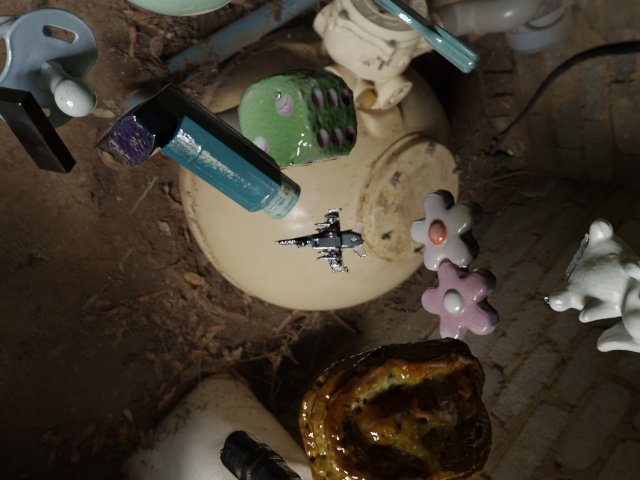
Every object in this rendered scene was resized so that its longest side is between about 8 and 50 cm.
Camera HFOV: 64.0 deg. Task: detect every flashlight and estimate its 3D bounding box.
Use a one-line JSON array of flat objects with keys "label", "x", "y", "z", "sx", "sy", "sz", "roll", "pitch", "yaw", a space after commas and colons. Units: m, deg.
[{"label": "flashlight", "x": -0.058, "y": 0.507, "z": 1.006, "sx": 0.103, "sy": 0.424, "sz": 0.103, "roll": -11, "pitch": 108, "yaw": -38}]

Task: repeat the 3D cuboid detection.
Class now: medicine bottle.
[{"label": "medicine bottle", "x": -0.144, "y": -0.109, "z": 0.694, "sx": 0.258, "sy": 0.079, "sz": 0.124, "roll": 33, "pitch": 43, "yaw": -28}]

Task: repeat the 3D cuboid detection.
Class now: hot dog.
[{"label": "hot dog", "x": 0.112, "y": 0.204, "z": 0.599, "sx": 0.259, "sy": 0.114, "sz": 0.175, "roll": -9, "pitch": 77, "yaw": -26}]

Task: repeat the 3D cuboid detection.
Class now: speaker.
[{"label": "speaker", "x": -0.642, "y": -0.242, "z": 1.157, "sx": 0.218, "sy": 0.082, "sz": 0.044, "roll": 87, "pitch": 18, "yaw": -56}]

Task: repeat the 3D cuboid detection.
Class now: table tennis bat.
[{"label": "table tennis bat", "x": 0.176, "y": -0.371, "z": 0.884, "sx": 0.038, "sy": 0.237, "sz": 0.149, "roll": -54, "pitch": 169, "yaw": 28}]

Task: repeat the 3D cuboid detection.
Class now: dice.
[{"label": "dice", "x": -0.075, "y": -0.431, "z": 1.849, "sx": 0.322, "sy": 0.330, "sz": 0.318, "roll": -19, "pitch": 100, "yaw": -49}]

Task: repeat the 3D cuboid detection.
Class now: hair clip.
[{"label": "hair clip", "x": 0.223, "y": 0.041, "z": 0.860, "sx": 0.075, "sy": 0.146, "sz": 0.256, "roll": 11, "pitch": 70, "yaw": -43}]

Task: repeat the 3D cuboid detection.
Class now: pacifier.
[{"label": "pacifier", "x": -0.598, "y": -0.355, "z": 1.142, "sx": 0.244, "sy": 0.233, "sz": 0.299, "roll": -15, "pitch": 136, "yaw": -62}]

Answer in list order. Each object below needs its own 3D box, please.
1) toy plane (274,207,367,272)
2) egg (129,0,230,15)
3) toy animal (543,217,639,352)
[{"label": "toy plane", "x": -0.001, "y": 0.002, "z": 1.033, "sx": 0.189, "sy": 0.062, "sz": 0.135, "roll": -4, "pitch": 102, "yaw": 1}, {"label": "egg", "x": -0.342, "y": -0.650, "z": 1.137, "sx": 0.276, "sy": 0.389, "sz": 0.276, "roll": 21, "pitch": 90, "yaw": -79}, {"label": "toy animal", "x": 0.591, "y": 0.110, "z": 0.955, "sx": 0.174, "sy": 0.289, "sz": 0.249, "roll": 16, "pitch": 126, "yaw": -23}]
